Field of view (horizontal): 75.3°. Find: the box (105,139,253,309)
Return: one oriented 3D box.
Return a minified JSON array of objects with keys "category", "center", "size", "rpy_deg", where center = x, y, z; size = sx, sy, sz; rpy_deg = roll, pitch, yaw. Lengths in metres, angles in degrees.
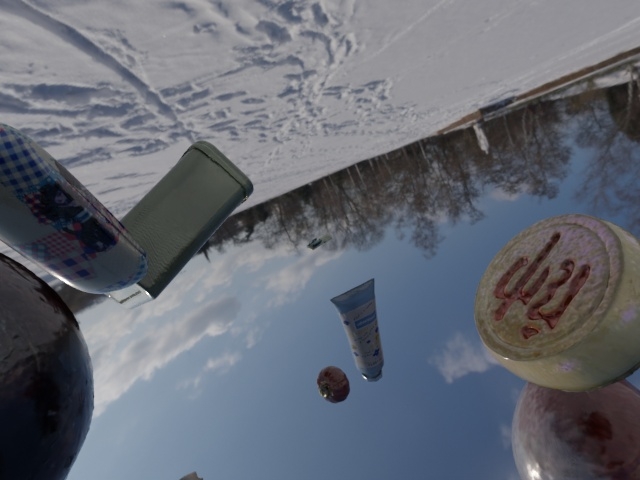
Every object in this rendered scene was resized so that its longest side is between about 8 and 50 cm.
[{"category":"box","center":[-0.377,-0.024,0.997],"size":[0.352,0.177,0.344],"rpy_deg":[-21,-151,54]}]

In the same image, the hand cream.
[{"category":"hand cream","center":[0.058,0.128,0.569],"size":[0.065,0.171,0.043],"rpy_deg":[-26,-147,-15]}]

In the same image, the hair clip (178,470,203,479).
[{"category":"hair clip","center":[-0.169,0.475,0.754],"size":[0.034,0.226,0.072],"rpy_deg":[-37,-139,5]}]

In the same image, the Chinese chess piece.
[{"category":"Chinese chess piece","center":[0.368,0.091,0.638],"size":[0.270,0.112,0.270],"rpy_deg":[-52,-163,24]}]

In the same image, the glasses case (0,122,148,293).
[{"category":"glasses case","center":[-0.379,-0.025,0.592],"size":[0.125,0.327,0.076],"rpy_deg":[-23,-131,2]}]

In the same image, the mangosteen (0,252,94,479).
[{"category":"mangosteen","center":[-0.358,0.143,0.310],"size":[0.306,0.306,0.359],"rpy_deg":[-23,179,3]}]

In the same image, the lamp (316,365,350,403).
[{"category":"lamp","center":[0.035,0.394,1.137],"size":[0.101,0.101,0.090],"rpy_deg":[-16,-177,41]}]

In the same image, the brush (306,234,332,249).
[{"category":"brush","center":[0.000,0.000,0.775],"size":[0.016,0.013,0.083],"rpy_deg":[24,-157,19]}]

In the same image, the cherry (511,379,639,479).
[{"category":"cherry","center":[0.550,0.424,0.856],"size":[0.291,0.326,0.335],"rpy_deg":[4,-164,-2]}]
